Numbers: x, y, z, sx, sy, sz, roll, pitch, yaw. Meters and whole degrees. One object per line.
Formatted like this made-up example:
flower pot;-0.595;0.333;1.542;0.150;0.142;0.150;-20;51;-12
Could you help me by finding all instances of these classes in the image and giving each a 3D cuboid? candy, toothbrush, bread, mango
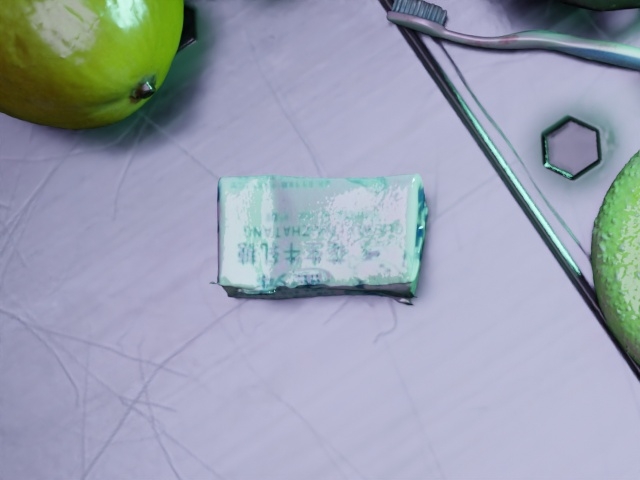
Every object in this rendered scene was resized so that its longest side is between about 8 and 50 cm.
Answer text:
candy;0.000;0.000;1.311;0.160;0.073;0.092;0;79;8
toothbrush;0.182;-0.148;1.329;0.269;0.021;0.027;14;91;8
bread;0.315;0.013;1.287;0.228;0.033;0.229;-1;82;7
mango;-0.232;-0.228;1.334;0.195;0.142;0.332;-34;78;-2

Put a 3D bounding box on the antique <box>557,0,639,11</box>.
antique;0.201;-0.327;1.265;0.255;0.185;0.322;-11;86;5
